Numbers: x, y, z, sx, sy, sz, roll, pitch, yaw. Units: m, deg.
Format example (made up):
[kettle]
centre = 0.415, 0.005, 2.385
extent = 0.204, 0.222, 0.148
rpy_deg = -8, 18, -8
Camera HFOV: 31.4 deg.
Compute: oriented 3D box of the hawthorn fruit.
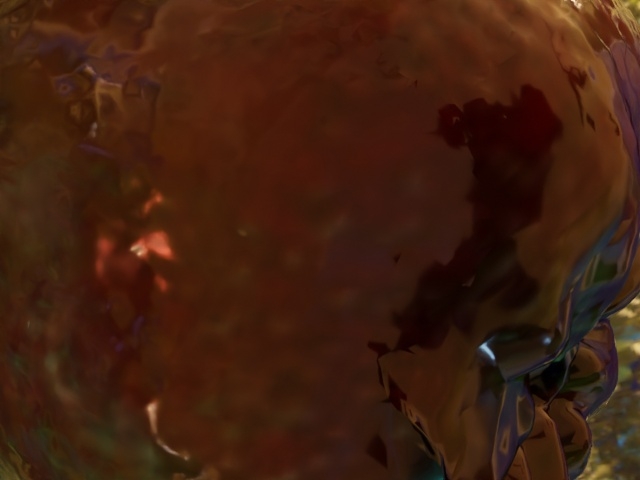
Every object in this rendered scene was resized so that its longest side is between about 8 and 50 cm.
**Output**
[hawthorn fruit]
centre = -0.033, 0.007, 0.593
extent = 0.403, 0.403, 0.403
rpy_deg = 11, -112, -29
